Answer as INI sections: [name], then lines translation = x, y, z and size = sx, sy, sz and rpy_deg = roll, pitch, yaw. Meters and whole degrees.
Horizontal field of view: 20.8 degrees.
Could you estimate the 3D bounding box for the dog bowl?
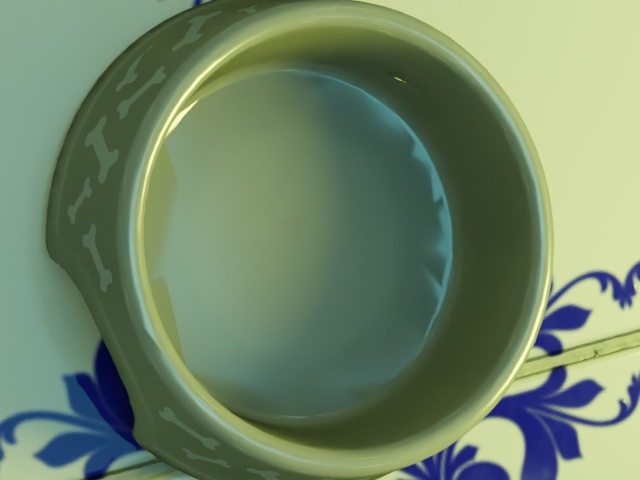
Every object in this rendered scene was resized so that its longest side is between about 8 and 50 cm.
[dog bowl]
translation = 0.000, 0.000, 1.153
size = 0.348, 0.102, 0.349
rpy_deg = 1, 87, -23
